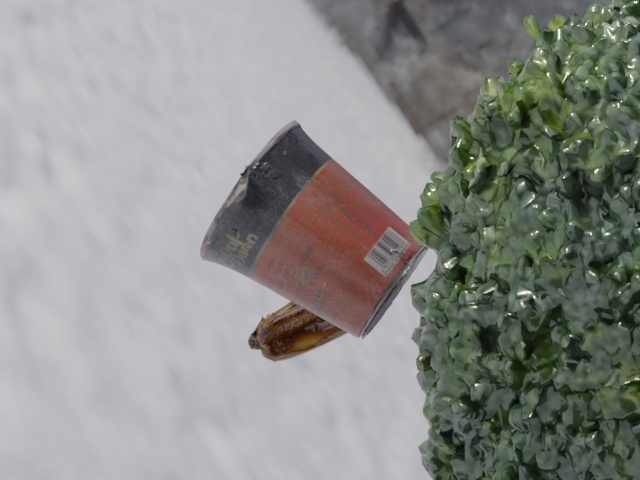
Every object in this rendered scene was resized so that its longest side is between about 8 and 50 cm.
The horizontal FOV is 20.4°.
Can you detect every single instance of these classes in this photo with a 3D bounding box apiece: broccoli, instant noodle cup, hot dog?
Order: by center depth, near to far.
[{"bbox_3d":[0.210,0.059,0.839,0.249,0.302,0.375,-6,-82,53],"label":"broccoli"},{"bbox_3d":[0.001,-0.001,1.305,0.136,0.127,0.127,35,6,6],"label":"instant noodle cup"},{"bbox_3d":[-0.004,0.063,1.480,0.037,0.122,0.049,-150,-141,-72],"label":"hot dog"}]
